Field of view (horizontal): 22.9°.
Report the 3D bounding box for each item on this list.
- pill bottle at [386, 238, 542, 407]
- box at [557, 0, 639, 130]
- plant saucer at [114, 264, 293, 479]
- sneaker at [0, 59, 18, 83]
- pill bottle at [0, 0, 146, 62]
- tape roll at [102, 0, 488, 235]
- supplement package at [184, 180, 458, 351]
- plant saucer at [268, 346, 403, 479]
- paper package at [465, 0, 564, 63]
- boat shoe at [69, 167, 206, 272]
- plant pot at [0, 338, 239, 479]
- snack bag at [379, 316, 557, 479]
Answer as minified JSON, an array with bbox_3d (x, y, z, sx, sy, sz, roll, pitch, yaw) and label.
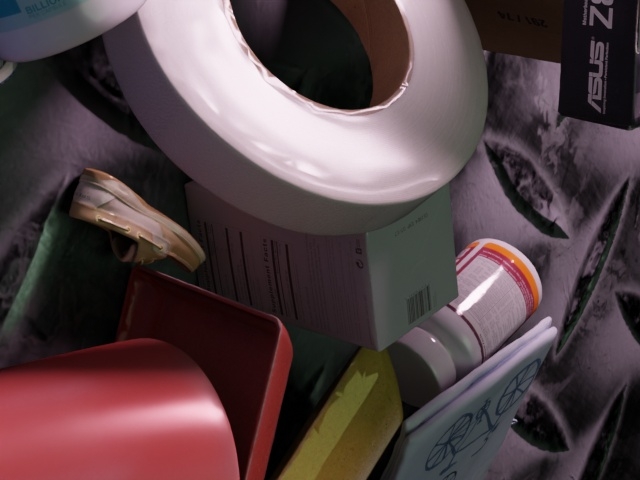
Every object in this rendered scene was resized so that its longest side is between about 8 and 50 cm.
[{"bbox_3d":[0.169,0.102,1.956,0.221,0.121,0.121,-41,131,-35],"label":"pill bottle"},{"bbox_3d":[0.384,-0.304,1.579,0.395,0.097,0.318,-22,120,-45],"label":"box"},{"bbox_3d":[-0.123,0.173,1.498,0.048,0.259,0.258,11,94,-38],"label":"plant saucer"},{"bbox_3d":[-0.283,-0.172,1.362,0.135,0.052,0.058,-48,126,-40],"label":"sneaker"},{"bbox_3d":[-0.249,-0.286,1.259,0.146,0.146,0.264,-41,118,-36],"label":"pill bottle"},{"bbox_3d":[-0.018,-0.191,1.477,0.392,0.072,0.392,17,57,-27],"label":"tape roll"},{"bbox_3d":[0.000,0.000,1.608,0.139,0.244,0.134,-30,124,-41],"label":"supplement package"},{"bbox_3d":[-0.027,0.283,1.652,0.333,0.081,0.333,-57,178,-22],"label":"plant saucer"},{"bbox_3d":[0.217,-0.331,1.701,0.309,0.325,0.168,39,72,-51],"label":"paper package"},{"bbox_3d":[-0.181,-0.006,1.534,0.170,0.063,0.059,39,74,-40],"label":"boat shoe"},{"bbox_3d":[-0.246,0.224,1.384,0.243,0.275,0.275,0,102,-42],"label":"plant pot"},{"bbox_3d":[0.153,0.280,1.983,0.323,0.037,0.342,-31,150,-43],"label":"snack bag"}]
